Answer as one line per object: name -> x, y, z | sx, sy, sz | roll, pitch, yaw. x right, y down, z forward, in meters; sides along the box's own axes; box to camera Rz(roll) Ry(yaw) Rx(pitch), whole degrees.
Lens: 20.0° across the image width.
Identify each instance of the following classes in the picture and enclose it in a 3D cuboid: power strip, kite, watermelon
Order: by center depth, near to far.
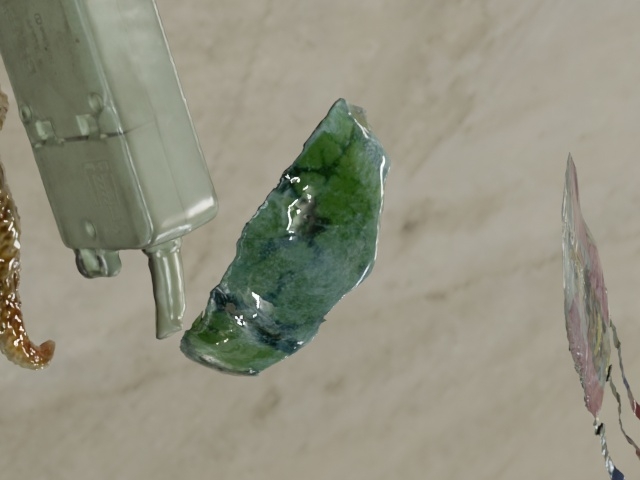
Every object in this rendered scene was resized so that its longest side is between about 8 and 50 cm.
power strip -> -0.119, -0.086, 0.935 | 0.053, 0.093, 0.288 | -27, 107, -38
watermelon -> 0.000, 0.000, 1.048 | 0.187, 0.071, 0.139 | -57, 177, 25
kite -> 0.236, 0.103, 1.514 | 0.204, 0.022, 0.360 | -80, 155, -43

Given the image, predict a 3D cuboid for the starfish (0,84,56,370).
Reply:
starfish -> -0.276, -0.071, 1.251 | 0.094, 0.375, 0.327 | -21, -168, 17
